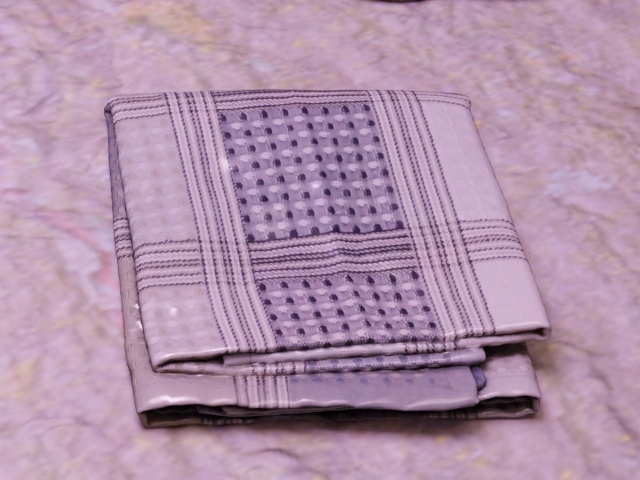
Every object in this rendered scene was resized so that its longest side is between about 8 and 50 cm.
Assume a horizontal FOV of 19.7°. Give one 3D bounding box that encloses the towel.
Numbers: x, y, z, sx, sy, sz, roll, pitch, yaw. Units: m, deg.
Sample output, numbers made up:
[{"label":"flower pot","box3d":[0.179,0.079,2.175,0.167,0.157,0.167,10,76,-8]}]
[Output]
[{"label":"towel","box3d":[0.000,0.000,1.393,0.312,0.056,0.324,0,50,-14]}]
